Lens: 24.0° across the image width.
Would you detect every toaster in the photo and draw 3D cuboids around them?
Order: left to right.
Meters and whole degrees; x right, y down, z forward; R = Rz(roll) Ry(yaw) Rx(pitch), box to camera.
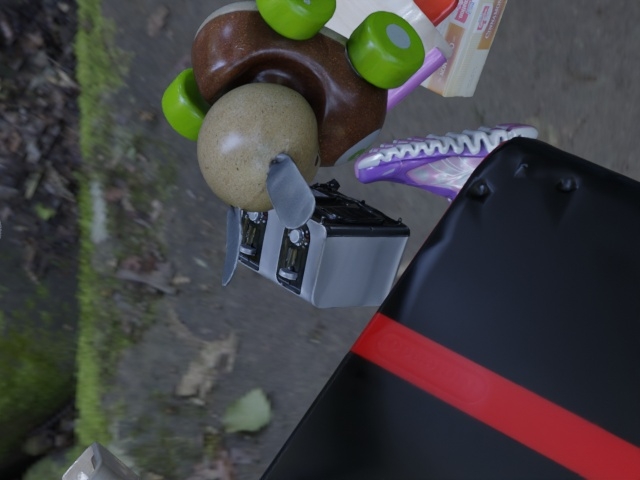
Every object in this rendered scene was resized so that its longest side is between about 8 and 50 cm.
[{"bbox_3d":[0.000,0.000,1.817,0.168,0.185,0.110,29,110,40],"label":"toaster"}]

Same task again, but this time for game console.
[{"bbox_3d":[0.165,0.142,0.787,0.386,0.060,0.342,27,71,31],"label":"game console"}]

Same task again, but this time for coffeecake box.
[{"bbox_3d":[0.117,-0.272,1.804,0.185,0.068,0.142,31,113,30],"label":"coffeecake box"}]

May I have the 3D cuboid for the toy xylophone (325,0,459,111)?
[{"bbox_3d":[0.034,-0.300,1.690,0.236,0.081,0.323,-34,62,10],"label":"toy xylophone"}]

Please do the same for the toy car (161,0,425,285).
[{"bbox_3d":[-0.025,-0.062,1.017,0.149,0.155,0.188,26,46,-24],"label":"toy car"}]

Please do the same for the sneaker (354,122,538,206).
[{"bbox_3d":[0.162,-0.084,1.886,0.236,0.095,0.104,-8,100,-9],"label":"sneaker"}]

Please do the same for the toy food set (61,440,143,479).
[{"bbox_3d":[-0.173,0.317,1.533,0.220,0.306,0.092,42,82,-6],"label":"toy food set"}]
